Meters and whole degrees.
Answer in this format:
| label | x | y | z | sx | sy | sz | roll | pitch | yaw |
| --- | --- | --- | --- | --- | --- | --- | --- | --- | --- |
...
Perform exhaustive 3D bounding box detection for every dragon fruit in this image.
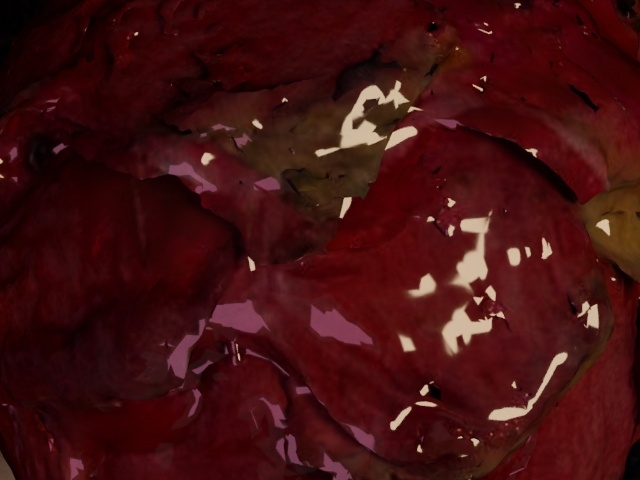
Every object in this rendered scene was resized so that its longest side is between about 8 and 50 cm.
| label | x | y | z | sx | sy | sz | roll | pitch | yaw |
| --- | --- | --- | --- | --- | --- | --- | --- | --- | --- |
| dragon fruit | 0.003 | -0.001 | 0.505 | 0.329 | 0.329 | 0.329 | 10 | 121 | 18 |

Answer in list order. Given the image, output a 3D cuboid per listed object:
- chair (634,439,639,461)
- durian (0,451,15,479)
| label | x | y | z | sx | sy | sz | roll | pitch | yaw |
| --- | --- | --- | --- | --- | --- | --- | --- | --- | --- |
| chair | 0.259 | 0.110 | 0.580 | 0.213 | 0.149 | 0.174 | 28 | 144 | 65 |
| durian | -0.201 | 0.103 | 0.746 | 0.144 | 0.139 | 0.252 | 15 | 121 | 10 |
